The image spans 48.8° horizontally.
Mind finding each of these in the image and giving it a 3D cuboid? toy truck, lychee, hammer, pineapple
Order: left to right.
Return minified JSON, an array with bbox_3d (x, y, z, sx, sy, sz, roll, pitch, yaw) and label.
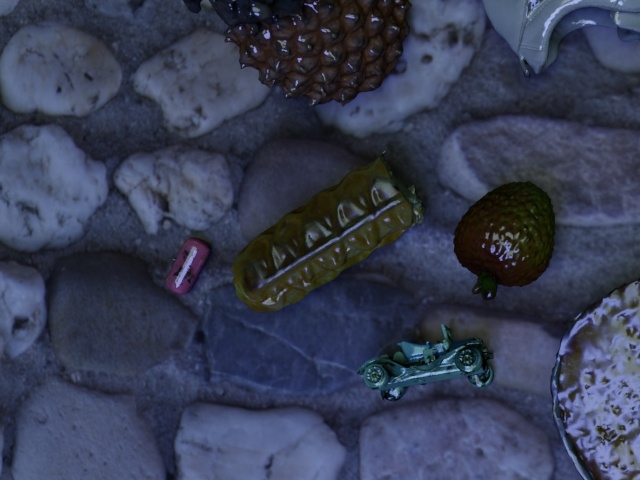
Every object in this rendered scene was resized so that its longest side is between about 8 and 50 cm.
[{"bbox_3d":[-0.186,0.035,0.984,0.043,0.043,0.083,31,98,20],"label":"hammer"},{"bbox_3d":[-0.038,-0.284,0.780,0.222,0.357,0.223,-2,85,24],"label":"pineapple"},{"bbox_3d":[0.125,0.142,0.844,0.154,0.080,0.078,-14,61,19],"label":"toy truck"},{"bbox_3d":[0.209,0.000,0.797,0.114,0.114,0.147,24,81,20],"label":"lychee"}]

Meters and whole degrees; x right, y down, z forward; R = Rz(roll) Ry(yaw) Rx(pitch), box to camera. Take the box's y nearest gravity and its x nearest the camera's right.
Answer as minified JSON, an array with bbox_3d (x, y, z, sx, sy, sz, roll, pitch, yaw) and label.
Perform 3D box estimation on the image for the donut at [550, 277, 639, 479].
[{"bbox_3d":[0.379,0.168,0.715,0.271,0.107,0.272,-1,89,33],"label":"donut"}]

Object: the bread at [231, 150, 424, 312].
[{"bbox_3d":[0.001,0.001,0.891,0.269,0.098,0.087,-33,34,16],"label":"bread"}]

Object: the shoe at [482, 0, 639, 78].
[{"bbox_3d":[0.333,-0.317,0.769,0.341,0.132,0.211,-26,82,21],"label":"shoe"}]
